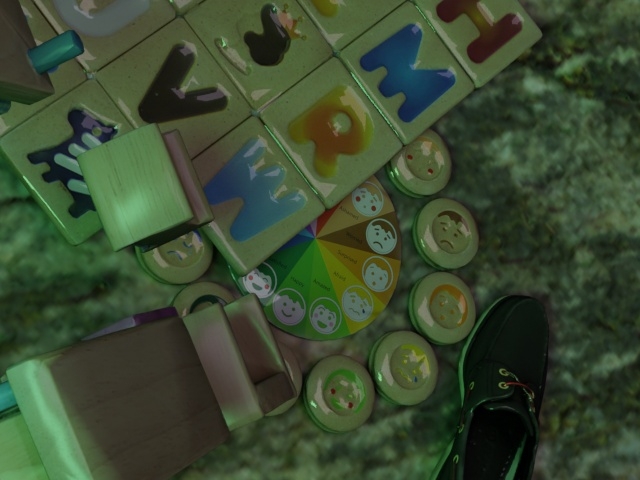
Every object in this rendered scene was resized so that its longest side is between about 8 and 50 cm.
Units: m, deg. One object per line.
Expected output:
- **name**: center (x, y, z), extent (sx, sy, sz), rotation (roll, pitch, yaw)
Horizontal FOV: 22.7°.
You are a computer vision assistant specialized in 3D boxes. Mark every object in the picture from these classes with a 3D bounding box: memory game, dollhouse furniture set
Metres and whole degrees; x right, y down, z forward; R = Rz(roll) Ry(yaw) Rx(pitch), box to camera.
- **memory game**: center (0.000, 0.000, 0.759), extent (0.186, 0.012, 0.186), rotation (8, 73, -28)
- **dollhouse furniture set**: center (-0.179, -0.032, 0.546), extent (0.198, 0.286, 0.303), rotation (-23, 88, 10)

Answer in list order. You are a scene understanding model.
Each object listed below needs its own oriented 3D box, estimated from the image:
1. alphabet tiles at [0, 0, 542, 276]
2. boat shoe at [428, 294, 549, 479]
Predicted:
- **alphabet tiles**: center (-0.045, -0.157, 0.765), extent (0.342, 0.011, 0.285), rotation (-40, 94, -31)
- **boat shoe**: center (0.089, 0.084, 0.772), extent (0.049, 0.042, 0.133), rotation (30, 63, -18)
